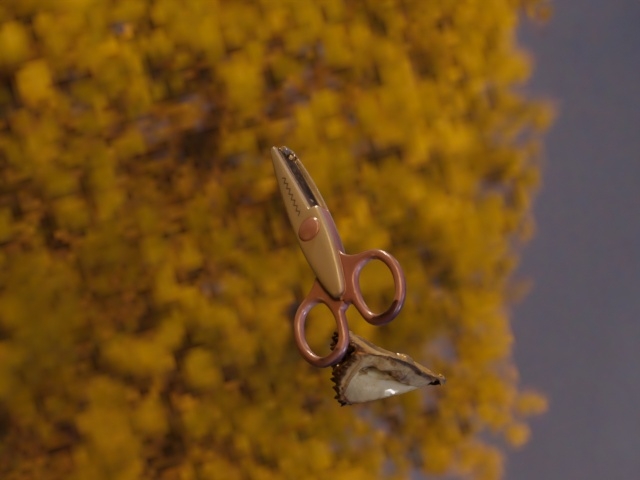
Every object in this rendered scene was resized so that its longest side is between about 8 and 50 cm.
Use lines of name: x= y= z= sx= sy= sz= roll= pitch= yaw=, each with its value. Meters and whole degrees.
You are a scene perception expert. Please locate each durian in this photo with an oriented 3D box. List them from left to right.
durian: x=0.042 y=0.084 z=1.370 sx=0.130 sy=0.066 sz=0.052 roll=25 pitch=49 yaw=-59

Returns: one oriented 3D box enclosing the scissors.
scissors: x=0.000 y=0.000 z=1.251 sx=0.022 sy=0.085 sz=0.176 roll=32 pitch=26 yaw=-44
